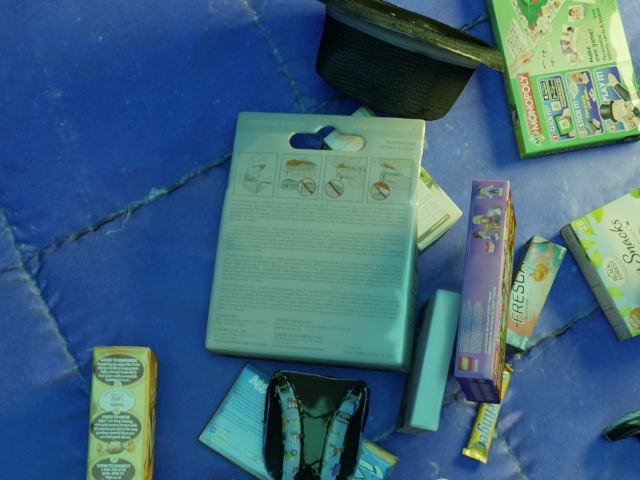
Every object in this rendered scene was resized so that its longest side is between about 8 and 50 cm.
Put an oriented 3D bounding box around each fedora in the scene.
[{"bbox_3d":[0.115,-0.283,1.817,0.334,0.334,0.152,21,105,1],"label":"fedora"}]

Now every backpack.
[{"bbox_3d":[-0.011,0.288,1.719,0.158,0.117,0.173,7,78,-3],"label":"backpack"}]

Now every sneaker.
[{"bbox_3d":[0.536,0.302,1.805,0.188,0.067,0.078,1,73,-6],"label":"sneaker"}]

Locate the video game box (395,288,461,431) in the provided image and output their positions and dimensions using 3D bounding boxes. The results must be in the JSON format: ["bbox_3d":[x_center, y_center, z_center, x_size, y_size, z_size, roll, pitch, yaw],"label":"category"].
[{"bbox_3d":[0.163,0.189,1.743,0.048,0.187,0.205,13,79,-3],"label":"video game box"}]

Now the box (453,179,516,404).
[{"bbox_3d":[0.247,0.081,1.708,0.057,0.201,0.293,3,73,14],"label":"box"}]

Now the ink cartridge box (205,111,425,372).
[{"bbox_3d":[0.000,0.000,1.787,0.308,0.091,0.384,4,77,13],"label":"ink cartridge box"}]

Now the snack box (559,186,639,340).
[{"bbox_3d":[0.513,0.031,1.855,0.175,0.070,0.207,-25,81,-9],"label":"snack box"}]

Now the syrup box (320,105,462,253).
[{"bbox_3d":[0.110,-0.090,1.842,0.096,0.093,0.237,-41,84,-10],"label":"syrup box"}]

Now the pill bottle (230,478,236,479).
[{"bbox_3d":[-0.131,0.503,1.675,0.160,0.160,0.283,-22,81,-8],"label":"pill bottle"}]

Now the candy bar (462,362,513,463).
[{"bbox_3d":[0.265,0.267,1.820,0.040,0.018,0.161,19,79,0],"label":"candy bar"}]

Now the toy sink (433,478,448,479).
[{"bbox_3d":[0.156,0.482,1.714,0.153,0.131,0.234,-24,86,-8],"label":"toy sink"}]

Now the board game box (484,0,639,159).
[{"bbox_3d":[0.406,-0.306,1.928,0.214,0.046,0.317,-10,80,-5],"label":"board game box"}]

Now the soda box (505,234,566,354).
[{"bbox_3d":[0.325,0.087,1.836,0.058,0.063,0.183,24,78,1],"label":"soda box"}]

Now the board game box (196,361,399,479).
[{"bbox_3d":[-0.034,0.323,1.785,0.281,0.027,0.145,33,80,3],"label":"board game box"}]

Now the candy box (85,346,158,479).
[{"bbox_3d":[-0.290,0.321,1.689,0.088,0.183,0.316,3,79,-4],"label":"candy box"}]
